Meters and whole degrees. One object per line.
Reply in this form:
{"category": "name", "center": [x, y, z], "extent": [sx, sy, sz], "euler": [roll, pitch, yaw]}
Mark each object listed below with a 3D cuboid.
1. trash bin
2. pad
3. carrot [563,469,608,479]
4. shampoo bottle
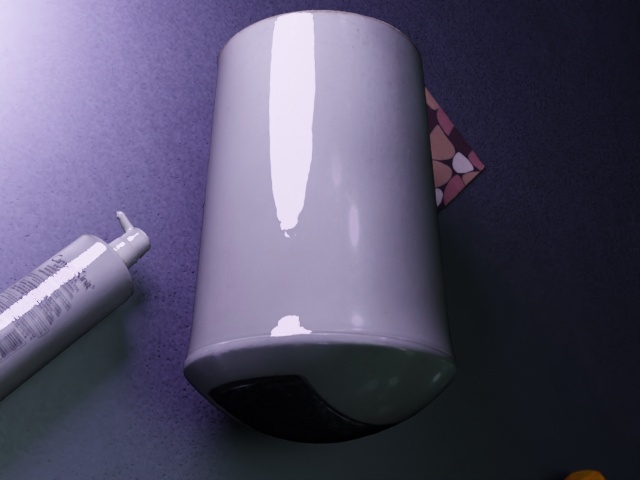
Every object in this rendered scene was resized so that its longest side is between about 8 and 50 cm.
{"category": "trash bin", "center": [0.000, 0.000, 1.013], "extent": [0.280, 0.280, 0.432], "euler": [11, 66, -27]}
{"category": "pad", "center": [0.117, -0.153, 1.285], "extent": [0.158, 0.003, 0.235], "euler": [-42, 98, -33]}
{"category": "carrot", "center": [0.361, 0.389, 1.216], "extent": [0.082, 0.082, 0.173], "euler": [-14, 89, -33]}
{"category": "shampoo bottle", "center": [-0.274, 0.070, 0.940], "extent": [0.262, 0.085, 0.085], "euler": [-42, 97, -33]}
